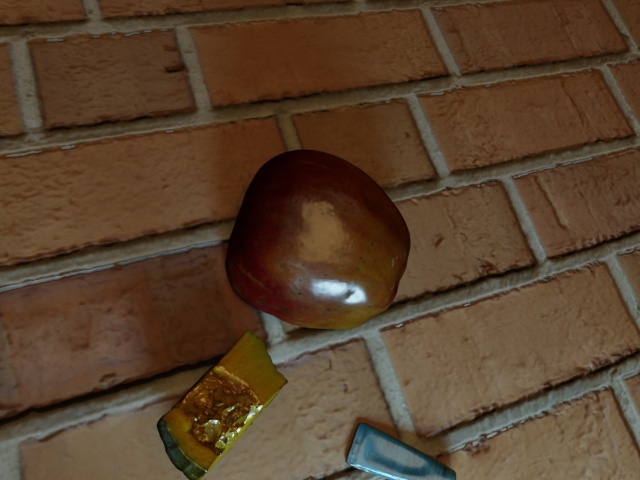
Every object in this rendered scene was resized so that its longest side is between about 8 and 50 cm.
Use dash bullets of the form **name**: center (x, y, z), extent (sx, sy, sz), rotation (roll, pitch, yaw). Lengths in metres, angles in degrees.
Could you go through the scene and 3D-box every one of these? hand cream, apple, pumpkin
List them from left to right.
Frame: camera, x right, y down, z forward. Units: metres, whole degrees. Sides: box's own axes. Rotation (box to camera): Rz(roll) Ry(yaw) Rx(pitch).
- **pumpkin**: center (-0.177, 0.291, 0.910), extent (0.131, 0.126, 0.248), rotation (42, 46, 11)
- **apple**: center (0.000, 0.000, 1.065), extent (0.365, 0.295, 0.328), rotation (29, 102, -2)
- **hand cream**: center (0.163, 0.428, 0.992), extent (0.224, 0.048, 0.083), rotation (24, 65, 1)
